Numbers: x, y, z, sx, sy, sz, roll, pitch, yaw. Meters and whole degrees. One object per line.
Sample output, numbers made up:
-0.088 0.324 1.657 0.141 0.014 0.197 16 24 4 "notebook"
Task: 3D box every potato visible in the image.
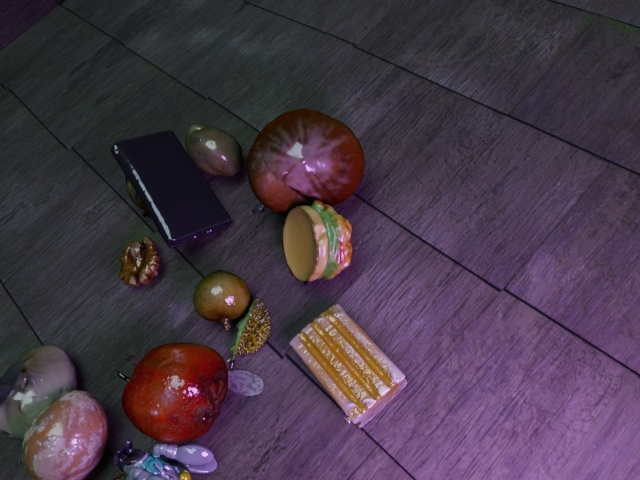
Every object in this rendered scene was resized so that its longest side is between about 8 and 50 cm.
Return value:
-0.360 -0.305 1.742 0.235 0.178 0.160 35 62 18 "potato"

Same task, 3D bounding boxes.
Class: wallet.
-0.483 -0.176 1.673 0.228 0.062 0.406 -23 71 -35 "wallet"

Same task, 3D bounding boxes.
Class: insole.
-0.242 0.384 1.412 0.193 0.006 0.065 4 62 19 "insole"

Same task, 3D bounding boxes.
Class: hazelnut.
-0.051 -0.228 1.524 0.372 0.372 0.315 -30 95 -1 "hazelnut"

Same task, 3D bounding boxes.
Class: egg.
-0.658 0.517 1.348 0.203 0.203 0.245 8 73 21 "egg"

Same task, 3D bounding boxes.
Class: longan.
-0.280 0.172 1.469 0.154 0.145 0.176 -15 74 38 "longan"

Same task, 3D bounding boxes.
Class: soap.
0.065 0.310 1.311 0.173 0.089 0.274 -40 57 -7 "soap"

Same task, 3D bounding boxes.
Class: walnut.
-0.574 0.073 1.659 0.142 0.069 0.170 -18 56 8 "walnut"

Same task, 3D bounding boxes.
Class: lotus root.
-0.577 -0.176 1.762 0.154 0.154 0.278 -25 60 2 "lotus root"

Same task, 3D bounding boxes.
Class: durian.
-0.197 0.254 1.449 0.100 0.086 0.215 -16 46 49 "durian"

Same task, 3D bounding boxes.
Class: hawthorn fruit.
-0.393 0.371 1.315 0.300 0.254 0.254 17 66 12 "hawthorn fruit"

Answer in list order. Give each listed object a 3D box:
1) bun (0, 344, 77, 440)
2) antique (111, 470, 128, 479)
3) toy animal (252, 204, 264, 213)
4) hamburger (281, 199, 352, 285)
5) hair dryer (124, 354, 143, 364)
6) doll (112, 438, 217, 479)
-0.828 0.429 1.474 0.272 0.168 0.273 -12 51 15 "bun"
-0.564 0.688 1.282 0.310 0.093 0.087 -35 57 -5 "antique"
-0.186 -0.212 1.717 0.079 0.070 0.253 -26 62 44 "toy animal"
0.000 0.000 1.450 0.148 0.237 0.237 -7 51 -28 "hamburger"
-0.511 0.365 1.490 0.154 0.054 0.106 18 71 36 "hair dryer"
-0.372 0.573 1.227 0.258 0.153 0.195 17 33 -13 "doll"
